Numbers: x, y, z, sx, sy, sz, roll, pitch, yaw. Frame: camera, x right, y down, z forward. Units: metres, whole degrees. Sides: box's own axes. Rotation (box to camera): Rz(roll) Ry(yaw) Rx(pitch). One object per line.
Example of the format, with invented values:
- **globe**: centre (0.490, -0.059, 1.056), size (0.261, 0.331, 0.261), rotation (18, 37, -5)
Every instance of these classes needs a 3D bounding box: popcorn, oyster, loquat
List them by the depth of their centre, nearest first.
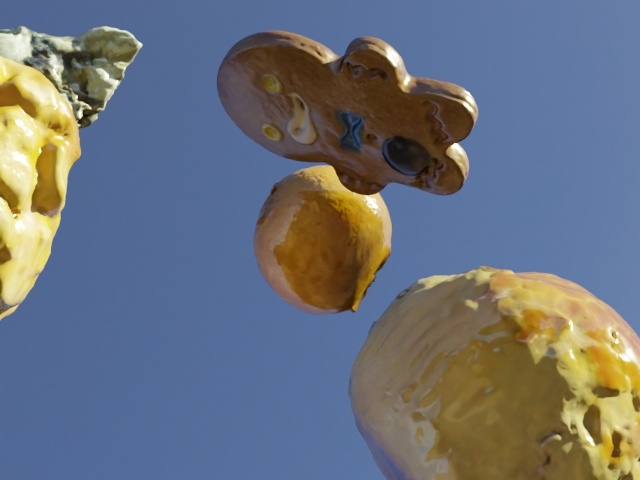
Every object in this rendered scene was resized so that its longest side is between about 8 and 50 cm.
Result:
- **popcorn**: centre (-0.202, -0.031, 0.745), size (0.180, 0.180, 0.170), rotation (-6, -74, -26)
- **oyster**: centre (-0.282, -0.116, 1.091), size (0.199, 0.252, 0.087), rotation (-17, -66, -61)
- **loquat**: centre (0.000, 0.000, 1.488), size (0.141, 0.141, 0.141), rotation (-14, -57, -22)

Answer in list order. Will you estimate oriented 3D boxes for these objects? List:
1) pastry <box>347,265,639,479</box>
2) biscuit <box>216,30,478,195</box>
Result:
- **pastry**: centre (0.224, 0.195, 1.738), size (0.313, 0.388, 0.388), rotation (-40, -51, -13)
- **biscuit**: centre (0.019, -0.108, 1.355), size (0.180, 0.236, 0.039), rotation (89, -157, -50)
